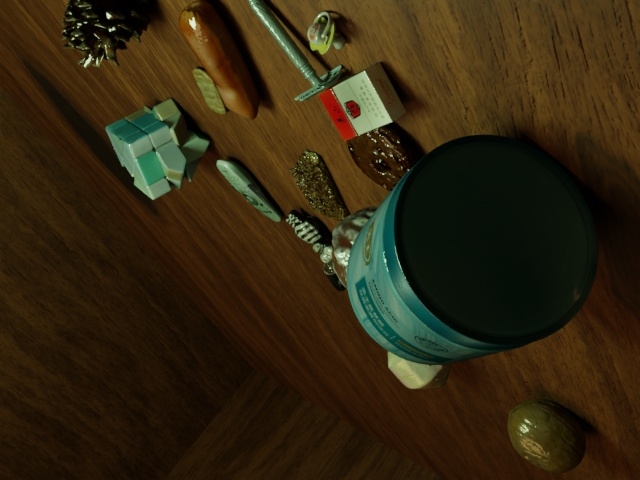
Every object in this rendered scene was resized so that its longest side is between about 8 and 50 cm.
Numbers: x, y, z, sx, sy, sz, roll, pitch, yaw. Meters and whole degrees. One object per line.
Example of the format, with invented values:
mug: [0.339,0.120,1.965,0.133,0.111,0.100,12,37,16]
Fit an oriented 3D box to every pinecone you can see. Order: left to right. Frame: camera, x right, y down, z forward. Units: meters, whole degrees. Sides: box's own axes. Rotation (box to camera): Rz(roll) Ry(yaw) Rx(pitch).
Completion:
pinecone: [-0.466,-0.478,1.627,0.179,0.205,0.184,19,159,2]

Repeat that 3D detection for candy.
candy: [0.155,0.045,1.617,0.289,0.214,0.157,31,153,21]

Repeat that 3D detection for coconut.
coconut: [0.283,0.332,2.089,0.183,0.171,0.171,43,160,-3]

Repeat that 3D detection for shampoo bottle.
shampoo bottle: [0.234,0.035,1.288,0.331,0.331,0.343,40,162,1]

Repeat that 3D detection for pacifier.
pacifier: [0.015,-0.348,1.283,0.064,0.068,0.083,12,-164,-31]

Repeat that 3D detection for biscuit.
biscuit: [-0.262,-0.353,1.797,0.071,0.018,0.147,28,158,27]
biscuit: [-0.014,-0.133,1.814,0.131,0.026,0.237,22,154,38]
biscuit: [0.116,-0.166,1.477,0.192,0.049,0.192,38,157,19]

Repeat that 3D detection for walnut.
walnut: [0.569,0.490,1.912,0.207,0.167,0.167,33,159,13]

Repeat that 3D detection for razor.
razor: [-0.064,-0.367,1.374,0.232,0.068,0.106,52,157,-14]

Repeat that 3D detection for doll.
doll: [0.000,0.000,2.016,0.219,0.067,0.091,38,149,0]

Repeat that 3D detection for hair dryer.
hair dryer: [0.104,0.137,2.115,0.195,0.050,0.173,32,172,19]

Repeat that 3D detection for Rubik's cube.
Rubik's cube: [-0.426,-0.257,2.042,0.265,0.213,0.224,35,148,47]

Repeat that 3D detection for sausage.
sausage: [-0.198,-0.366,1.564,0.089,0.083,0.300,19,155,32]

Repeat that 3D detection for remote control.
remote control: [-0.194,-0.140,2.098,0.097,0.045,0.256,15,152,52]

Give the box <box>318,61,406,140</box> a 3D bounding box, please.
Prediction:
box: [0.072,-0.244,1.345,0.152,0.048,0.100,-13,108,56]
